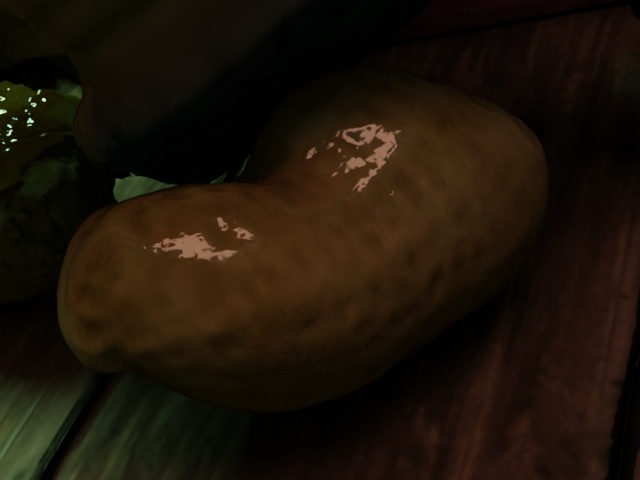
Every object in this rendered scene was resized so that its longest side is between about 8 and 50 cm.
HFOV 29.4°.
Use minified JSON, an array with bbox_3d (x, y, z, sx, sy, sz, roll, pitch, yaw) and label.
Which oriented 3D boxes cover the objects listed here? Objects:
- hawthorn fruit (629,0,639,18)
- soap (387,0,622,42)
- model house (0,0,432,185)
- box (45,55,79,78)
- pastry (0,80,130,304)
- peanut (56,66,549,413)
[{"bbox_3d":[0.319,-0.188,0.634,0.316,0.316,0.316,-3,38,2],"label":"hawthorn fruit"},{"bbox_3d":[0.152,-0.273,0.895,0.359,0.128,0.233,-11,40,-7],"label":"soap"},{"bbox_3d":[-0.086,-0.249,0.611,0.395,0.400,0.445,-44,46,5],"label":"model house"},{"bbox_3d":[-0.119,-0.149,0.844,0.132,0.034,0.235,-33,46,-30],"label":"box"},{"bbox_3d":[-0.180,-0.025,0.656,0.153,0.081,0.153,-2,42,1],"label":"pastry"},{"bbox_3d":[0.000,0.000,0.565,0.253,0.137,0.122,-33,3,-32],"label":"peanut"}]
